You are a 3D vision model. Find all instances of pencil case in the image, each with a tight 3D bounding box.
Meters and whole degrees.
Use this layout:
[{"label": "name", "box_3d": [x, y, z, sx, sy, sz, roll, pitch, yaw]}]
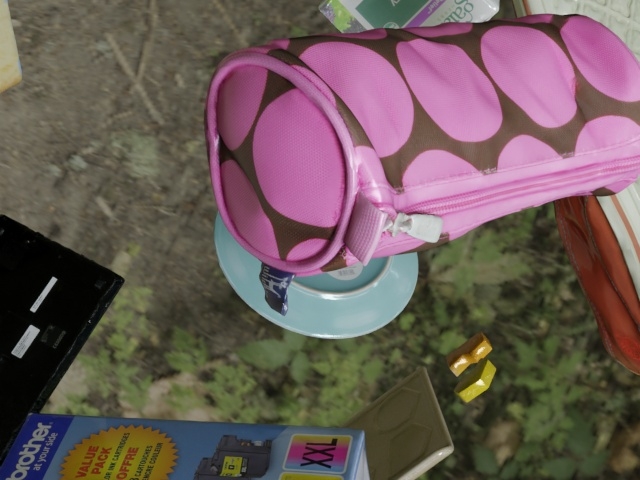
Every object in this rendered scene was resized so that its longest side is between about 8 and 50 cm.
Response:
[{"label": "pencil case", "box_3d": [0.055, -0.041, 0.532, 0.209, 0.098, 0.095, -17, 123, -41]}]

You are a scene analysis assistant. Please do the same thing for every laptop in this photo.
[{"label": "laptop", "box_3d": [-0.370, 0.103, 1.427, 0.234, 0.264, 0.136, -59, 164, -17]}]

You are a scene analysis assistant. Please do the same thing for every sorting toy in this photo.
[{"label": "sorting toy", "box_3d": [0.115, 0.257, 1.724, 0.307, 0.229, 0.041, -38, 110, 11]}]

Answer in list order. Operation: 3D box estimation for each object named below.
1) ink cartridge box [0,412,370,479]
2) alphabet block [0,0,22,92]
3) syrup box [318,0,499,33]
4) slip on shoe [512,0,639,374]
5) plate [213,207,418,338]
[{"label": "ink cartridge box", "box_3d": [-0.165, 0.294, 1.149, 0.395, 0.270, 0.151, -1, 123, 11]}, {"label": "alphabet block", "box_3d": [-0.447, -0.224, 1.344, 0.193, 0.197, 0.192, -5, 109, 12]}, {"label": "syrup box", "box_3d": [0.077, -0.206, 1.020, 0.096, 0.237, 0.093, 44, 112, -9]}, {"label": "slip on shoe", "box_3d": [0.168, -0.060, 0.752, 0.123, 0.101, 0.331, -28, 102, -30]}, {"label": "plate", "box_3d": [0.000, 0.000, 1.143, 0.188, 0.188, 0.024, -14, 151, -28]}]
